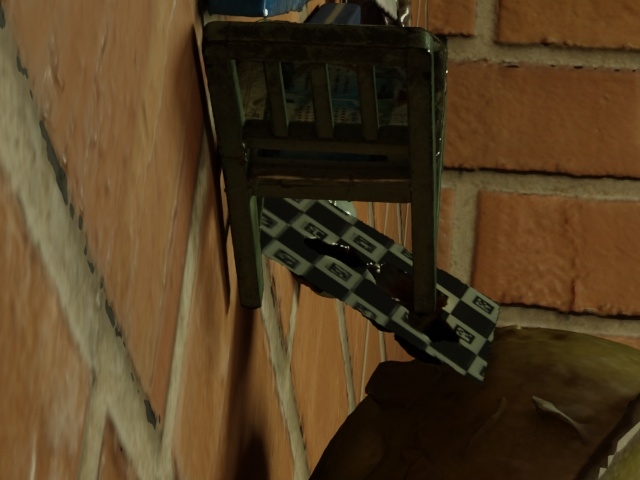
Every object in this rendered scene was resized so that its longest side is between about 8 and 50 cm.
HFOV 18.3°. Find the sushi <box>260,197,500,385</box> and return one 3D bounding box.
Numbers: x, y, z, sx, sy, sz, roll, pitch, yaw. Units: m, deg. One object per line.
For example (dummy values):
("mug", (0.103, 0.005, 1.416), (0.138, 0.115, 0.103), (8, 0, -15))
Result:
("sushi", (0.030, 0.033, 1.411), (0.031, 0.201, 0.139), (-57, -177, 25))

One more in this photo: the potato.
("potato", (0.094, 0.271, 1.469), (0.442, 0.319, 0.385), (-61, 141, -20))

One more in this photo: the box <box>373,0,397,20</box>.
("box", (0.141, -0.363, 1.850), (0.291, 0.206, 0.262), (-78, 159, -53))

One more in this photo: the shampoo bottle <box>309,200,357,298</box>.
("shampoo bottle", (0.004, -0.008, 1.652), (0.195, 0.056, 0.056), (76, 18, -69))

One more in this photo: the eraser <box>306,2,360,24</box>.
("eraser", (0.005, -0.146, 1.666), (0.225, 0.036, 0.082), (-67, 162, -75))

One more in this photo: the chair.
("chair", (0.009, -0.085, 1.234), (0.270, 0.136, 0.147), (84, 10, -52))

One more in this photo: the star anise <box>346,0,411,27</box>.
("star anise", (0.055, -0.168, 1.981), (0.197, 0.073, 0.212), (80, 17, -58))

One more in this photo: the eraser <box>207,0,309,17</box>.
("eraser", (-0.027, -0.217, 1.250), (0.312, 0.043, 0.144), (-57, 150, -79))
